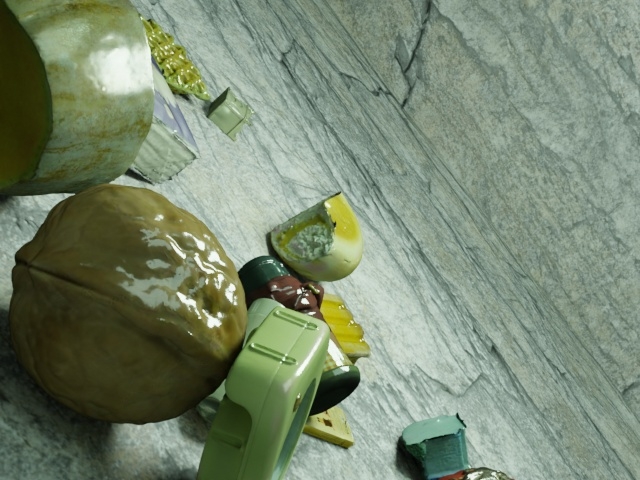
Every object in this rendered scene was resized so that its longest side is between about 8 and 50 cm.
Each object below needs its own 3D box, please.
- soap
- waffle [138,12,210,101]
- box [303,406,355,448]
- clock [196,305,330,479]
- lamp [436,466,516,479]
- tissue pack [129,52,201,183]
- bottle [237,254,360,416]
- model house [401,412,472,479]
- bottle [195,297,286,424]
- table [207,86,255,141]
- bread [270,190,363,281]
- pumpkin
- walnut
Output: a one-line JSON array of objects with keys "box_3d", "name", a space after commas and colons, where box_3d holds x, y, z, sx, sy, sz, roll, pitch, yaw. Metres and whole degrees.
[{"box_3d": [-0.014, 0.161, 1.962, 0.232, 0.073, 0.140, 13, 40, -57], "name": "soap"}, {"box_3d": [-0.334, -0.383, 2.270, 0.223, 0.054, 0.204, 22, 34, -54], "name": "waffle"}, {"box_3d": [-0.001, 0.300, 1.826, 0.149, 0.020, 0.073, 29, 28, -42], "name": "box"}, {"box_3d": [-0.083, 0.255, 1.404, 0.096, 0.308, 0.235, 19, 21, 6], "name": "clock"}, {"box_3d": [0.267, 0.487, 1.805, 0.227, 0.227, 0.227, 41, 22, -21], "name": "lamp"}, {"box_3d": [-0.362, -0.289, 1.910, 0.344, 0.125, 0.242, 62, 11, 28], "name": "tissue pack"}, {"box_3d": [-0.045, 0.142, 1.773, 0.156, 0.143, 0.271, -19, 63, -25], "name": "bottle"}, {"box_3d": [0.224, 0.411, 2.002, 0.148, 0.119, 0.149, -151, -135, -86], "name": "model house"}, {"box_3d": [-0.112, 0.180, 1.618, 0.072, 0.072, 0.202, 43, 49, -17], "name": "bottle"}, {"box_3d": [-0.192, -0.274, 2.359, 0.083, 0.062, 0.079, 42, 23, -20], "name": "table"}, {"box_3d": [0.001, 0.009, 2.165, 0.156, 0.158, 0.260, 60, 20, -3], "name": "bread"}, {"box_3d": [-0.408, -0.221, 1.476, 0.332, 0.332, 0.199, 55, 26, 13], "name": "pumpkin"}, {"box_3d": [-0.242, 0.082, 1.355, 0.313, 0.277, 0.252, 33, 16, -44], "name": "walnut"}]
